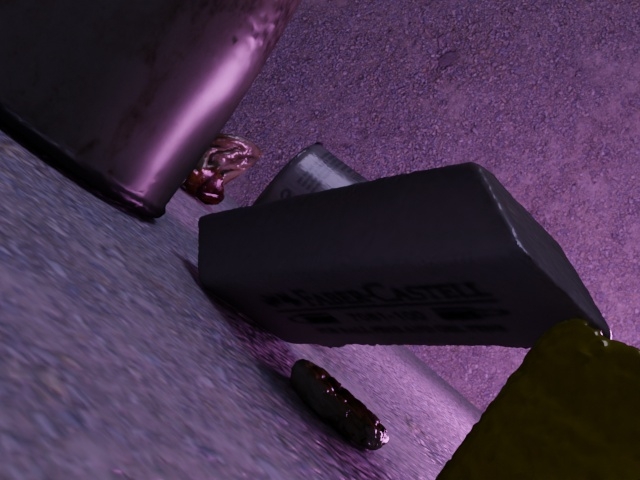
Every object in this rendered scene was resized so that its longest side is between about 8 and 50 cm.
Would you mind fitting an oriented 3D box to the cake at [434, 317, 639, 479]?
[{"bbox_3d":[0.180,0.164,0.402,0.179,0.156,0.260,38,-3,38],"label":"cake"}]

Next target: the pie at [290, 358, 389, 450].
[{"bbox_3d":[0.012,0.112,0.514,0.084,0.020,0.084,40,0,0],"label":"pie"}]

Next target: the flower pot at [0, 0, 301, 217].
[{"bbox_3d":[-0.167,-0.233,0.688,0.293,0.330,0.293,39,2,-2],"label":"flower pot"}]

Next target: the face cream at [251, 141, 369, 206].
[{"bbox_3d":[0.000,0.000,0.847,0.153,0.177,0.177,39,0,3],"label":"face cream"}]

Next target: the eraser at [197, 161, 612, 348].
[{"bbox_3d":[0.032,0.022,0.540,0.111,0.077,0.352,37,-28,-32],"label":"eraser"}]

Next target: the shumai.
[{"bbox_3d":[-0.205,-0.129,1.397,0.201,0.120,0.201,-3,-11,-1],"label":"shumai"}]
